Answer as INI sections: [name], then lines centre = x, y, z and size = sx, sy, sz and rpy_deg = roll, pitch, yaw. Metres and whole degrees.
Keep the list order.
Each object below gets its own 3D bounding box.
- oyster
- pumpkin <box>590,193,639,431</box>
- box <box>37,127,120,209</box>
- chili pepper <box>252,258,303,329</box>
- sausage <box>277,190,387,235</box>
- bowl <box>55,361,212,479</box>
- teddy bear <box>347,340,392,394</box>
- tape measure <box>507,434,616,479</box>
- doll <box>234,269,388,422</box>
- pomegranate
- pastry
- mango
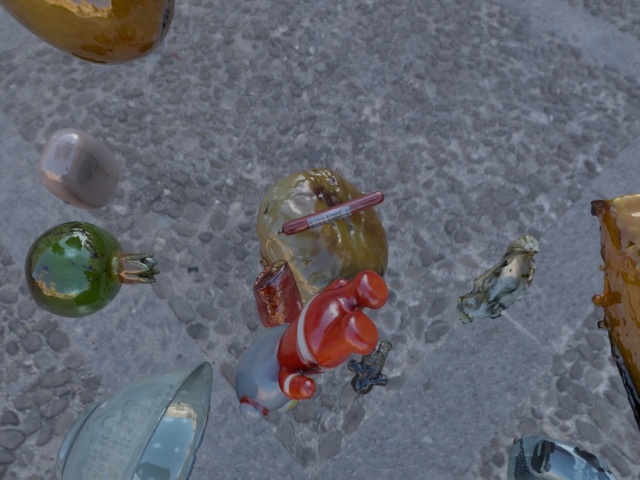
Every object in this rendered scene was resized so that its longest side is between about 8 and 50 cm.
[oyster]
centre = 0.495, 0.115, 1.340
size = 0.294, 0.166, 0.094
rpy_deg = -35, 31, 1
[pumpkin]
centre = 0.306, 0.063, 0.275
size = 0.225, 0.303, 0.256
rpy_deg = -12, 91, 23
[box]
centre = -0.492, -0.143, 0.974
size = 0.088, 0.200, 0.146
rpy_deg = 14, 76, 5
[chili pepper]
centre = -0.075, 0.131, 0.894
size = 0.086, 0.192, 0.084
rpy_deg = -20, 30, -11
[sausage]
centre = 0.026, -0.058, 1.028
size = 0.253, 0.034, 0.034
rpy_deg = -18, 62, 3
[bowl]
centre = -0.283, 0.311, 0.685
size = 0.146, 0.313, 0.313
rpy_deg = 15, 61, 4
[teddy bear]
centre = 0.135, 0.331, 1.250
size = 0.119, 0.078, 0.160
rpy_deg = 23, 76, -2
[tape measure]
centre = 0.658, 0.641, 1.295
size = 0.256, 0.275, 0.147
rpy_deg = 26, 61, 2
[doll]
centre = -0.034, 0.166, 0.675
size = 0.105, 0.336, 0.199
rpy_deg = 38, 39, -14
[pomegranate]
centre = -0.370, 0.045, 0.765
size = 0.205, 0.159, 0.159
rpy_deg = 2, 60, 0
[pastry]
centre = 0.000, 0.000, 1.269
size = 0.410, 0.245, 0.409
rpy_deg = 27, 48, -34
[mango]
centre = -0.324, -0.338, 0.586
size = 0.317, 0.173, 0.211
rpy_deg = 32, 27, 9
